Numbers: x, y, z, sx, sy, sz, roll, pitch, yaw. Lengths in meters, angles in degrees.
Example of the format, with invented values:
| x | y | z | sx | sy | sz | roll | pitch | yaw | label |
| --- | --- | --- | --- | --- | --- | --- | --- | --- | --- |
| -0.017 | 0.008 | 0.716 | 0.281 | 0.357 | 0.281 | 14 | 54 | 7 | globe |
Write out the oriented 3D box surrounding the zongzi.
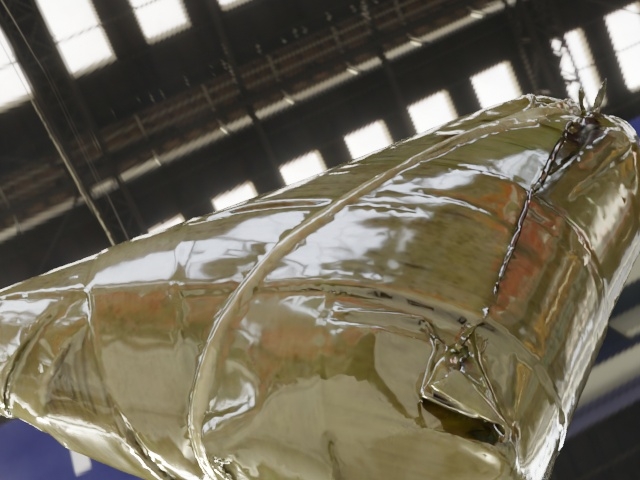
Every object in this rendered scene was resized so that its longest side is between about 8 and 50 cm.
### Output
| x | y | z | sx | sy | sz | roll | pitch | yaw | label |
| --- | --- | --- | --- | --- | --- | --- | --- | --- | --- |
| -0.001 | -0.018 | 0.797 | 0.500 | 0.466 | 0.218 | -51 | -28 | -45 | zongzi |
